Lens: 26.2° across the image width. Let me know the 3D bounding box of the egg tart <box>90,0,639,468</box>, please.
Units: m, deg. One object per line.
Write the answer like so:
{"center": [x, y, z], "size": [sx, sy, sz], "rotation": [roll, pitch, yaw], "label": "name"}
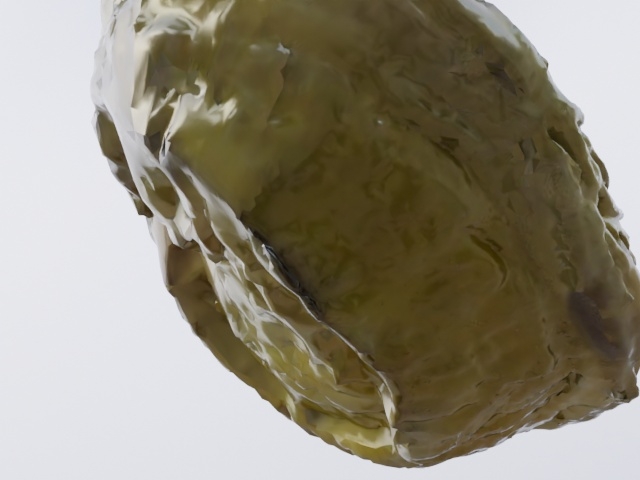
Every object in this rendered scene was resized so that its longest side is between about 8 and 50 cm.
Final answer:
{"center": [0.000, 0.000, 0.474], "size": [0.098, 0.232, 0.252], "rotation": [-48, -22, -27], "label": "egg tart"}
